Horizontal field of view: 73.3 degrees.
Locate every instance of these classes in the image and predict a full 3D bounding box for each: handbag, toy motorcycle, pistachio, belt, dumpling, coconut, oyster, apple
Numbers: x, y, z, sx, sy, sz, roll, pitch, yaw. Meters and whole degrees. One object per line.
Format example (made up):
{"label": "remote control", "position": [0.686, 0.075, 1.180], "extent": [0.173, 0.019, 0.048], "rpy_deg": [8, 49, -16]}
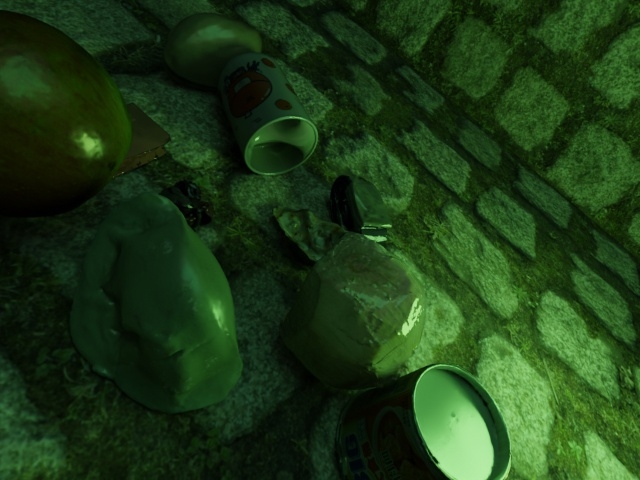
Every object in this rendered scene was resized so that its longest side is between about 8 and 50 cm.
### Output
{"label": "handbag", "position": [-0.472, -0.237, 0.993], "extent": [0.157, 0.059, 0.212], "rpy_deg": [42, 40, 1]}
{"label": "toy motorcycle", "position": [-0.314, -0.048, 0.926], "extent": [0.118, 0.084, 0.212], "rpy_deg": [39, 49, -2]}
{"label": "pistachio", "position": [-0.324, -0.567, 1.300], "extent": [0.331, 0.207, 0.226], "rpy_deg": [-21, 112, -38]}
{"label": "belt", "position": [0.097, -0.076, 1.204], "extent": [0.126, 0.139, 0.231], "rpy_deg": [8, 55, -33]}
{"label": "dumpling", "position": [-0.256, 0.118, 0.740], "extent": [0.211, 0.270, 0.321], "rpy_deg": [18, 36, -53]}
{"label": "coconut", "position": [0.079, 0.158, 0.880], "extent": [0.254, 0.297, 0.297], "rpy_deg": [34, 40, 11]}
{"label": "oyster", "position": [0.003, -0.001, 1.102], "extent": [0.294, 0.094, 0.166], "rpy_deg": [39, 61, 21]}
{"label": "apple", "position": [-0.502, -0.198, 0.735], "extent": [0.339, 0.340, 0.340], "rpy_deg": [20, 45, -21]}

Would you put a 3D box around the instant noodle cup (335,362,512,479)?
{"label": "instant noodle cup", "position": [0.205, 0.381, 0.826], "extent": [0.296, 0.214, 0.297], "rpy_deg": [20, 44, -21]}

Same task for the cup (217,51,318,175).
{"label": "cup", "position": [-0.164, -0.372, 1.226], "extent": [0.212, 0.212, 0.318], "rpy_deg": [-2, 54, -37]}
